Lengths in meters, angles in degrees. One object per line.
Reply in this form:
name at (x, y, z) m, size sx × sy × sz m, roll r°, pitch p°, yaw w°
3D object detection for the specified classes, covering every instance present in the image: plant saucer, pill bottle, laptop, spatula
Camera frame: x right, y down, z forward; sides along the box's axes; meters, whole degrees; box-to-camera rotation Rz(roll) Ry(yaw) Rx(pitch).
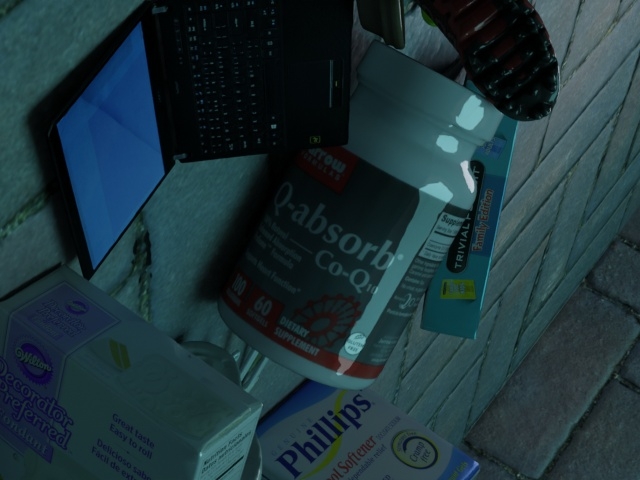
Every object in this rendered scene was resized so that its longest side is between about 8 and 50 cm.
plant saucer at (0.046, -0.304, 1.200) m, size 0.278 × 0.041 × 0.278 m, roll -4°, pitch 90°, yaw -86°
pill bottle at (0.049, -0.030, 1.578) m, size 0.363 × 0.210 × 0.210 m, roll -62°, pitch 161°, yaw 9°
laptop at (-0.094, -0.094, 1.213) m, size 0.234 × 0.264 × 0.136 m, roll 91°, pitch -9°, yaw -58°
spatula at (-0.111, 0.192, 1.756) m, size 0.168 × 0.019 × 0.242 m, roll -33°, pitch 161°, yaw -47°

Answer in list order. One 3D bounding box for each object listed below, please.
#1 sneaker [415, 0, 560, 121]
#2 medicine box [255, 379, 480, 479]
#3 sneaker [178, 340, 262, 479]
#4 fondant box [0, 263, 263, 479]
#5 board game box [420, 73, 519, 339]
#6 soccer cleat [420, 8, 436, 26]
sneaker at (0.171, -0.251, 1.506) m, size 0.098 × 0.276 × 0.135 m, roll -35°, pitch 180°, yaw 8°
medicine box at (0.039, 0.365, 2.043) m, size 0.263 × 0.289 × 0.149 m, roll -37°, pitch 154°, yaw -48°
sneaker at (-0.153, 0.288, 1.517) m, size 0.323 × 0.130 × 0.236 m, roll -97°, pitch -159°, yaw -58°
fondant box at (-0.204, 0.221, 1.277) m, size 0.096 × 0.238 × 0.330 m, roll -33°, pitch 149°, yaw -48°
board game box at (0.207, -0.066, 1.887) m, size 0.254 × 0.079 × 0.336 m, roll -64°, pitch 164°, yaw -75°
soccer cleat at (0.169, -0.338, 1.641) m, size 0.072 × 0.060 × 0.179 m, roll -32°, pitch 145°, yaw -56°
